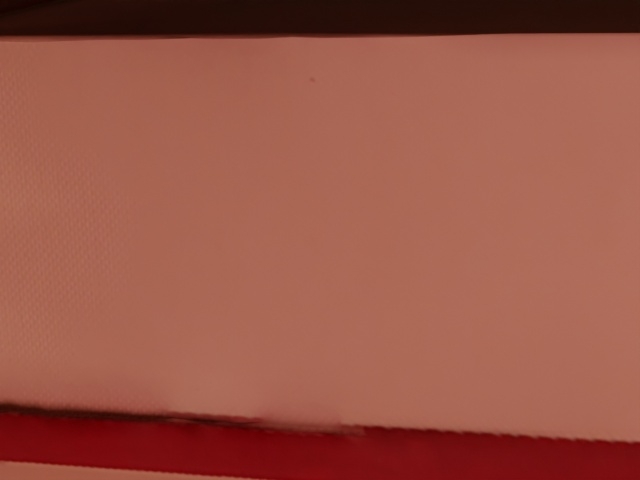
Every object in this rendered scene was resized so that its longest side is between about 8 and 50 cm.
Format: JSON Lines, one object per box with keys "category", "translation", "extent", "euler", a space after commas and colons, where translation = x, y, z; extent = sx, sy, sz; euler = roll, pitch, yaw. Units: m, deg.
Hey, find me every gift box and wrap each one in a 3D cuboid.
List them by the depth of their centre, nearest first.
{"category": "gift box", "translation": [0.001, 0.059, 0.447], "extent": [0.255, 0.258, 0.276], "euler": [-26, 118, -69]}
